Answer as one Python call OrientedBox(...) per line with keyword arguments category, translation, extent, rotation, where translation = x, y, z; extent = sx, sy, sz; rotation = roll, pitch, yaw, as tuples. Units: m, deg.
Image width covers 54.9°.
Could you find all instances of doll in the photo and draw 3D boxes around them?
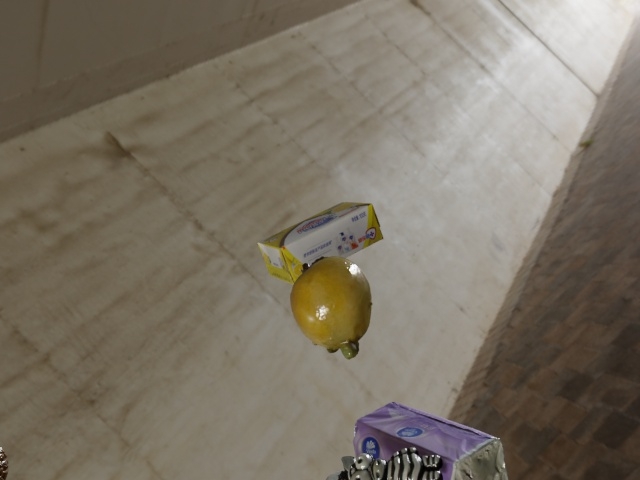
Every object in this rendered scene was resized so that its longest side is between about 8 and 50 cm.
OrientedBox(category="doll", translation=(0.125, 0.444, 1.172), extent=(0.219, 0.067, 0.091), rotation=(-16, 44, 25))

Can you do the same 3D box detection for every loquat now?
OrientedBox(category="loquat", translation=(0.023, 0.121, 1.121), extent=(0.149, 0.204, 0.172), rotation=(-14, -25, -6))

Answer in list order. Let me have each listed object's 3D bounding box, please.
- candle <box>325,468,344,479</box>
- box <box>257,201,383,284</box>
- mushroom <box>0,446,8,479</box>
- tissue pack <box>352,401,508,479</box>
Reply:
OrientedBox(category="candle", translation=(0.081, 0.673, 1.708), extent=(0.192, 0.068, 0.168), rotation=(-10, -14, -40))
OrientedBox(category="box", translation=(0.000, 0.000, 1.506), extent=(0.265, 0.097, 0.168), rotation=(-26, 15, -18))
OrientedBox(category="mushroom", translation=(-0.822, 0.570, 1.531), extent=(0.085, 0.126, 0.109), rotation=(-11, 20, -32))
OrientedBox(category="tissue pack", translation=(0.231, 0.509, 1.307), extent=(0.160, 0.242, 0.338), rotation=(-15, 7, -31))
